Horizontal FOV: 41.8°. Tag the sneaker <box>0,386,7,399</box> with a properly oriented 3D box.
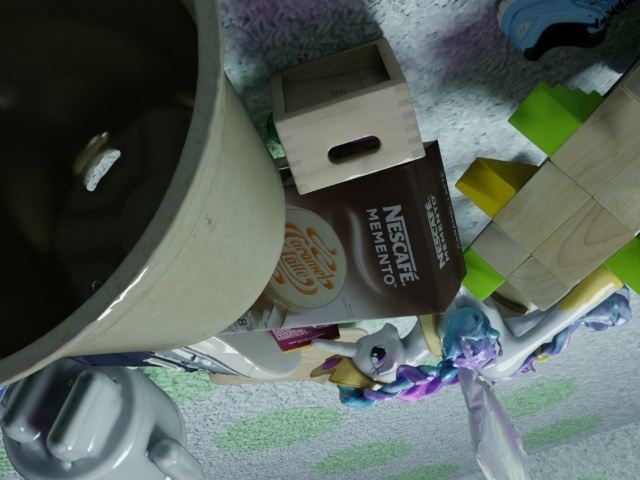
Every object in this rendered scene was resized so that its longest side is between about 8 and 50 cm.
[{"bbox_3d":[-0.315,0.113,0.695,0.182,0.127,0.315,-56,-179,11],"label":"sneaker"}]

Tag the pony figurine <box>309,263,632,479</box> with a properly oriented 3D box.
[{"bbox_3d":[0.210,0.133,1.066,0.363,0.303,0.351,-41,121,14],"label":"pony figurine"}]

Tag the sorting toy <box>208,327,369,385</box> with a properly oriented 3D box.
[{"bbox_3d":[-0.052,0.177,1.322,0.208,0.038,0.193,6,146,-25],"label":"sorting toy"}]

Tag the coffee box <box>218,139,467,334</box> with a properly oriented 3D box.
[{"bbox_3d":[0.000,0.000,0.807,0.246,0.141,0.098,-9,-165,27],"label":"coffee box"}]

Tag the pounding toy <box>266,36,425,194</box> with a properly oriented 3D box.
[{"bbox_3d":[0.009,-0.098,0.737,0.141,0.130,0.100,-17,121,5],"label":"pounding toy"}]

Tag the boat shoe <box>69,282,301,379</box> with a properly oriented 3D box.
[{"bbox_3d":[-0.183,0.112,1.064,0.158,0.127,0.340,-24,144,30],"label":"boat shoe"}]

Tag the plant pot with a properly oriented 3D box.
[{"bbox_3d":[-0.171,-0.044,0.594,0.333,0.334,0.305,-20,162,10],"label":"plant pot"}]

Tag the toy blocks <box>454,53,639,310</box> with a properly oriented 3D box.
[{"bbox_3d":[0.301,-0.106,0.772,0.261,0.190,0.381,-43,172,-37],"label":"toy blocks"}]

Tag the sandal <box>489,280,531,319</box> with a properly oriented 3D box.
[{"bbox_3d":[0.298,0.035,1.193,0.079,0.088,0.240,-39,151,-37],"label":"sandal"}]

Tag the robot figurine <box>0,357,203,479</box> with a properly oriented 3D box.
[{"bbox_3d":[-0.311,0.273,1.192,0.299,0.200,0.353,20,159,19],"label":"robot figurine"}]

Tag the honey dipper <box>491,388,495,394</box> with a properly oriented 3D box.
[{"bbox_3d":[0.239,0.171,1.307,0.030,0.161,0.030,-10,152,-6],"label":"honey dipper"}]

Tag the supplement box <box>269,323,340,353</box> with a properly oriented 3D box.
[{"bbox_3d":[-0.037,0.053,1.020,0.080,0.104,0.188,-16,152,2],"label":"supplement box"}]

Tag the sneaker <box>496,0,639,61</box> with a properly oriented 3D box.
[{"bbox_3d":[0.239,-0.197,0.723,0.162,0.073,0.063,-20,151,12],"label":"sneaker"}]
